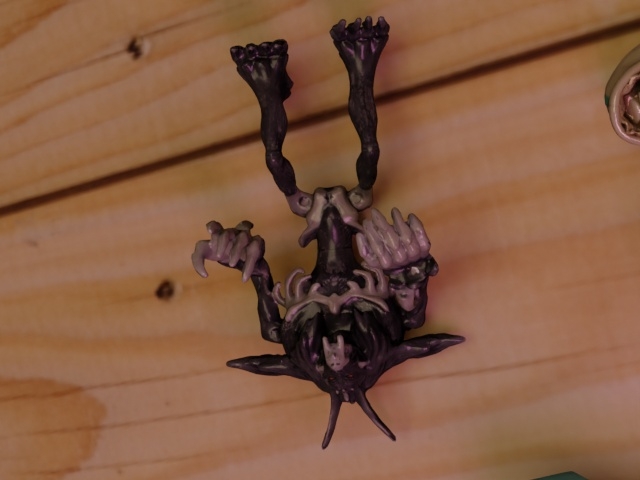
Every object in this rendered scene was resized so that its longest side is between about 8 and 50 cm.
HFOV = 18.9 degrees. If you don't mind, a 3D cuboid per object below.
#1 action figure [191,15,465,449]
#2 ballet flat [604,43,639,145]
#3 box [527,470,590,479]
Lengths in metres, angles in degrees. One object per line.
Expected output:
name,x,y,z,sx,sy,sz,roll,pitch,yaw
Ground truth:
action figure,0.000,0.000,1.255,0.164,0.141,0.275,-8,86,14
ballet flat,0.286,-0.105,1.148,0.248,0.086,0.086,-15,85,25
box,0.161,0.274,1.178,0.100,0.060,0.244,-158,61,-66
